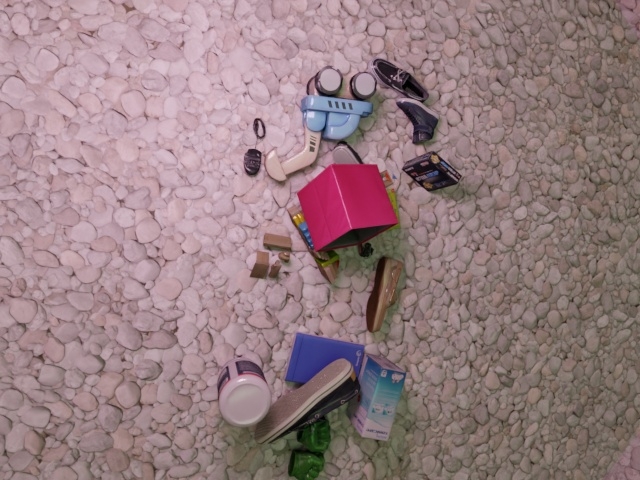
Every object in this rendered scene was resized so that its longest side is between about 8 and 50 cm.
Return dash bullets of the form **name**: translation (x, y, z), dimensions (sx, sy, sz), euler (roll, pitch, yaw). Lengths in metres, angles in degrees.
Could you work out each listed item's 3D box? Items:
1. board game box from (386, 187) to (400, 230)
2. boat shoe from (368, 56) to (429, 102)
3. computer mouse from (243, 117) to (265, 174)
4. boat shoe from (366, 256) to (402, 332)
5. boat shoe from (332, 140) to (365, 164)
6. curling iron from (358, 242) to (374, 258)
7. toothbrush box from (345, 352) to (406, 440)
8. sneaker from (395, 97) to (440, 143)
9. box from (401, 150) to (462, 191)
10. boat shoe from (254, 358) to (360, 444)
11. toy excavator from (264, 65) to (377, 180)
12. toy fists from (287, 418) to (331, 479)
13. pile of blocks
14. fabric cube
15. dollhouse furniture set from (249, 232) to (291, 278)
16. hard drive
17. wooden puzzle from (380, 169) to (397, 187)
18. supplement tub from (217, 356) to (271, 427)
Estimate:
- **board game box**: translation (0.296, -0.136, 1.858), dimensions (0.092, 0.043, 0.181), euler (-12, 95, -15)
- **boat shoe**: translation (0.348, -0.706, 1.820), dimensions (0.301, 0.102, 0.108), euler (35, 83, -14)
- **computer mouse**: translation (-0.270, -0.384, 1.700), dimensions (0.071, 0.041, 0.241), euler (11, 82, -14)
- **boat shoe**: translation (0.289, 0.246, 1.830), dimensions (0.110, 0.122, 0.340), euler (15, 87, -15)
- **boat shoe**: translation (0.158, -0.294, 1.781), dimensions (0.115, 0.091, 0.302), euler (-17, 121, 26)
- **curling iron**: translation (0.179, -0.052, 1.833), dimensions (0.068, 0.035, 0.273), euler (-17, 97, -18)
- **toothbrush box**: translation (0.234, 0.665, 1.783), dimensions (0.126, 0.216, 0.295), euler (16, 89, -15)
- **sneaker**: translation (0.420, -0.529, 1.855), dimensions (0.226, 0.086, 0.163), euler (22, 84, -16)
- **box**: translation (0.482, -0.298, 1.812), dimensions (0.175, 0.220, 0.051), euler (37, 78, -14)
- **boat shoe**: translation (-0.048, 0.690, 1.704), dimensions (0.500, 0.187, 0.156), euler (-35, 106, -3)
- **toy excavator**: translation (-0.003, -0.460, 1.693), dimensions (0.434, 0.222, 0.444), euler (1, 100, -14)
- **toy fists**: translation (-0.036, 0.899, 1.779), dimensions (0.142, 0.096, 0.278), euler (16, 86, -17)
- **pile of blocks**: translation (0.000, 0.000, 1.726), dimensions (0.113, 0.149, 0.362), euler (-32, 99, -12)
- **fabric cube**: translation (0.100, -0.127, 1.627), dimensions (0.254, 0.259, 0.258), euler (-9, 75, -37)
- **dollhouse furniture set**: translation (-0.208, 0.070, 1.734), dimensions (0.144, 0.123, 0.151), euler (10, 54, -16)
- **hard drive**: translation (0.020, 0.530, 1.807), dimensions (0.319, 0.040, 0.210), euler (14, 88, -16)
- **wooden puzzle**: translation (0.286, -0.274, 1.865), dimensions (0.116, 0.014, 0.078), euler (-35, 101, -12)
- **supplement tub**: translation (-0.301, 0.574, 1.600), dimensions (0.191, 0.272, 0.191), euler (-1, 93, -15)
